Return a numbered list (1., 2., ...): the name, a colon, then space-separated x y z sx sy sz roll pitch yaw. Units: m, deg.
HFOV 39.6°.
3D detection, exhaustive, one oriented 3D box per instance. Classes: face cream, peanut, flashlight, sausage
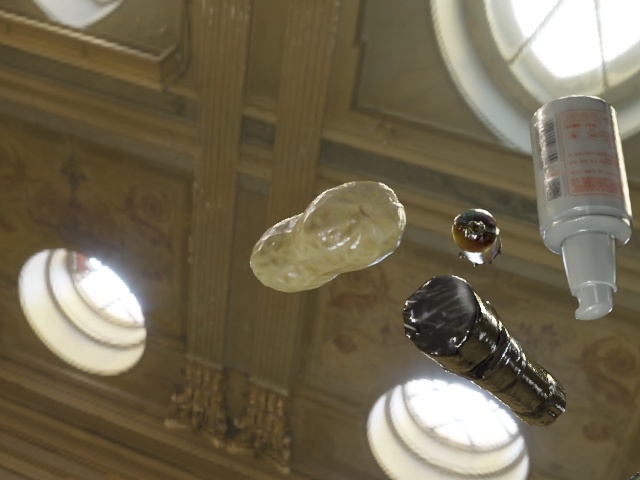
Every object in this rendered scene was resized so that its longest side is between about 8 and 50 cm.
1. face cream: 0.291 -0.032 0.980 0.101 0.101 0.251 4 -118 -6
2. peanut: 0.000 0.000 1.213 0.257 0.123 0.123 -25 -166 36
3. flashlight: 0.231 0.160 1.175 0.103 0.103 0.424 38 180 37
4. sausage: 0.249 -0.005 1.424 0.082 0.082 0.371 17 179 12

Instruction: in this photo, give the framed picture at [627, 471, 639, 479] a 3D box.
1. framed picture: 0.225 0.373 0.892 0.274 0.217 0.017 -25 -145 -21
